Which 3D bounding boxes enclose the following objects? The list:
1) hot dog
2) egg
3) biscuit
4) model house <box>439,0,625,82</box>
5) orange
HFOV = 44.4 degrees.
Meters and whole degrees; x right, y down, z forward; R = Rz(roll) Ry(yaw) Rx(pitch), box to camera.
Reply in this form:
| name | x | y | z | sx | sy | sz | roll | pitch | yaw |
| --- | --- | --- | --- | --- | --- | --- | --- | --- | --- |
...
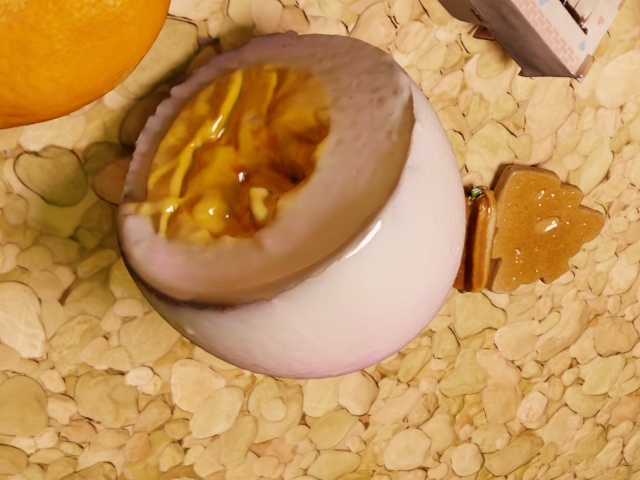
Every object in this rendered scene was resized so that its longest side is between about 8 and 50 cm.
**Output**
| name | x | y | z | sx | sy | sz | roll | pitch | yaw |
| --- | --- | --- | --- | --- | --- | --- | --- | --- | --- |
| hot dog | 0.220 | -0.004 | 1.140 | 0.055 | 0.072 | 0.189 | -36 | 136 | -45 |
| egg | 0.000 | 0.000 | 0.885 | 0.354 | 0.354 | 0.340 | -39 | 140 | 0 |
| biscuit | 0.320 | -0.025 | 1.186 | 0.212 | 0.041 | 0.239 | -32 | 125 | 2 |
| model house | 0.247 | -0.370 | 0.906 | 0.326 | 0.169 | 0.244 | 35 | 92 | -36 |
| orange | -0.278 | -0.241 | 0.646 | 0.311 | 0.312 | 0.312 | -10 | 120 | -19 |
